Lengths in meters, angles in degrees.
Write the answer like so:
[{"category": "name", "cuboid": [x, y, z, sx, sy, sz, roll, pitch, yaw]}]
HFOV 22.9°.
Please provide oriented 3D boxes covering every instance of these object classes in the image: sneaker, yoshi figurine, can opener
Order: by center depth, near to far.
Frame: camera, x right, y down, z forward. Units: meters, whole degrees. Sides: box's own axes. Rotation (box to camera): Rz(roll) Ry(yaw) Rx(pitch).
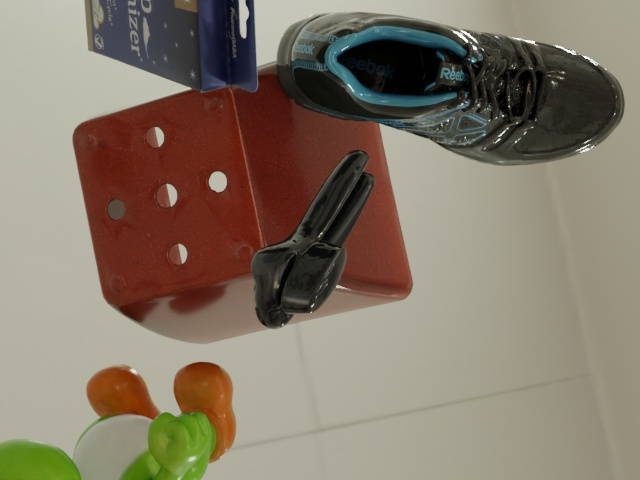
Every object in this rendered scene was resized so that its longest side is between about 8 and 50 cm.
[{"category": "can opener", "cuboid": [0.000, 0.000, 1.252, 0.073, 0.186, 0.059, 14, -46, 18]}, {"category": "sneaker", "cuboid": [0.134, -0.136, 1.462, 0.139, 0.340, 0.125, -160, -104, -75]}, {"category": "yoshi figurine", "cuboid": [-0.219, 0.214, 1.489, 0.203, 0.362, 0.204, 33, -59, 2]}]

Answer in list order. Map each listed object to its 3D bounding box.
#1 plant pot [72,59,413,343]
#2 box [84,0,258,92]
[{"category": "plant pot", "cuboid": [-0.097, -0.043, 1.564, 0.267, 0.235, 0.267, -14, -95, 25]}, {"category": "box", "cuboid": [-0.132, -0.207, 1.321, 0.225, 0.036, 0.136, 23, -58, 47]}]
